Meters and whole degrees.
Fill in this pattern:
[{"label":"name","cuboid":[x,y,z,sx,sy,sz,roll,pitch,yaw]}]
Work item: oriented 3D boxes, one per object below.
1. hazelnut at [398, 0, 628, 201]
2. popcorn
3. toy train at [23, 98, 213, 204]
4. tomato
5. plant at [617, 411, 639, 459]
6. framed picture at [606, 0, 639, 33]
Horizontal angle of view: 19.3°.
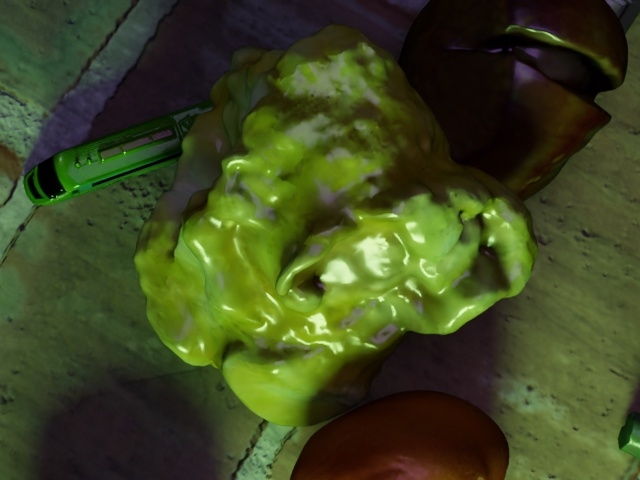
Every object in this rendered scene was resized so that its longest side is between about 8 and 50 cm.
[{"label":"hazelnut","cuboid":[0.181,-0.146,1.831,0.217,0.217,0.251,25,92,0]},{"label":"popcorn","cuboid":[0.001,-0.011,1.728,0.292,0.334,0.293,26,48,-28]},{"label":"toy train","cuboid":[-0.191,-0.086,1.851,0.209,0.042,0.044,-20,79,-10]},{"label":"tomato","cuboid":[0.066,0.251,1.699,0.180,0.260,0.259,13,75,20]},{"label":"plant","cuboid":[0.345,0.202,1.838,0.102,0.051,0.051,19,76,-6]},{"label":"framed picture","cuboid":[0.233,-0.242,1.939,0.168,0.023,0.128,33,76,2]}]
